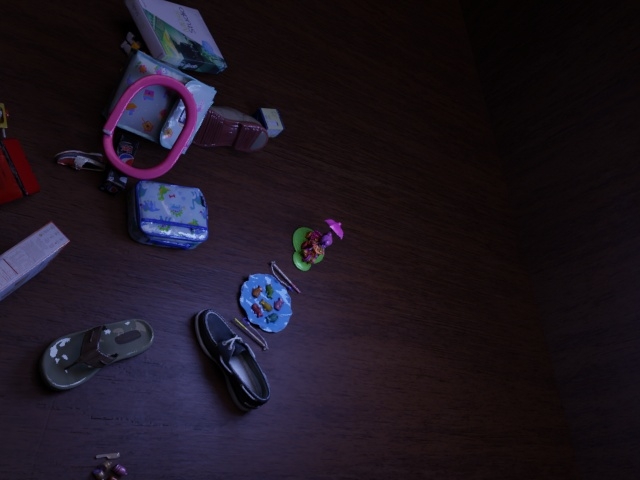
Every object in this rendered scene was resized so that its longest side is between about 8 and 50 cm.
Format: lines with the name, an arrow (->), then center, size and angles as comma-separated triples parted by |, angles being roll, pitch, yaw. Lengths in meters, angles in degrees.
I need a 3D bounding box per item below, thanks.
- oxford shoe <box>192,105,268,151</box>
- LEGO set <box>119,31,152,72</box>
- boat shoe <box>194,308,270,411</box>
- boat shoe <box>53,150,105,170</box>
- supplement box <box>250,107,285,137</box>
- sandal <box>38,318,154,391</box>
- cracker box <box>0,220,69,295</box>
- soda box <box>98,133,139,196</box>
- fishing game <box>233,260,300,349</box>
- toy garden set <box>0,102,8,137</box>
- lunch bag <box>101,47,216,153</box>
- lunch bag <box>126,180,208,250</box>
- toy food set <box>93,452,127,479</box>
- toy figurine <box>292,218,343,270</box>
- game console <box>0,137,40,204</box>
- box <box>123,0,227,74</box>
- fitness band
oxford shoe -> -0.340, -0.371, 2.102 | 0.348, 0.123, 0.130 | 13, 32, -36
LEGO set -> -0.543, -0.519, 2.013 | 0.227, 0.093, 0.087 | 48, 12, -2
boat shoe -> -0.229, 0.308, 1.780 | 0.114, 0.091, 0.302 | -32, 89, -48
boat shoe -> -0.635, -0.208, 1.760 | 0.137, 0.049, 0.043 | -2, 69, -48
supplement box -> -0.180, -0.404, 2.281 | 0.083, 0.056, 0.083 | -6, 70, -44
sandal -> -0.517, 0.247, 1.559 | 0.303, 0.086, 0.120 | -25, 83, -47
cracker box -> -0.683, 0.069, 1.467 | 0.067, 0.156, 0.232 | 50, 43, -8
soda box -> -0.552, -0.207, 1.822 | 0.053, 0.060, 0.169 | 27, 50, -29
fishing game -> -0.154, 0.179, 1.967 | 0.189, 0.041, 0.264 | 48, 43, -12
toy garden set -> -0.841, -0.244, 1.591 | 0.204, 0.049, 0.244 | -2, 67, -43
lunch bag -> -0.452, -0.390, 1.890 | 0.262, 0.223, 0.160 | 24, 7, -27
lunch bag -> -0.420, -0.067, 1.840 | 0.219, 0.090, 0.176 | 10, 62, -37
toy food set -> -0.466, 0.537, 1.479 | 0.078, 0.019, 0.122 | 8, 61, -39
toy figurine -> 0.000, 0.000, 2.125 | 0.130, 0.159, 0.173 | 41, 45, -16
game console -> -0.763, -0.166, 1.604 | 0.124, 0.085, 0.144 | -26, 102, -23
box -> -0.456, -0.656, 2.127 | 0.232, 0.058, 0.322 | 62, 28, 6
fitness band -> -0.455, -0.304, 1.777 | 0.209, 0.054, 0.290 | 31, 82, -18
